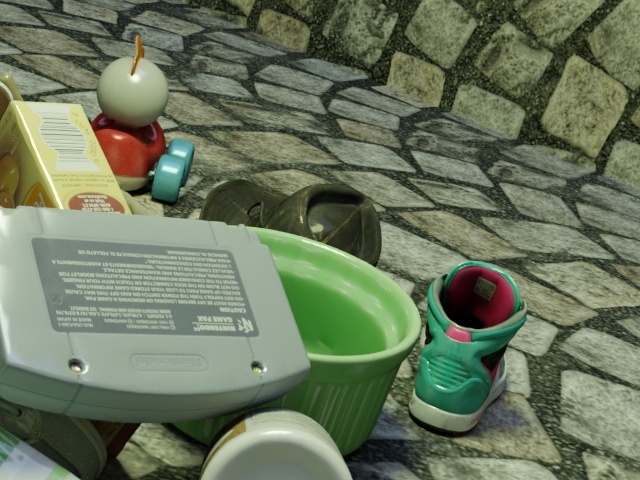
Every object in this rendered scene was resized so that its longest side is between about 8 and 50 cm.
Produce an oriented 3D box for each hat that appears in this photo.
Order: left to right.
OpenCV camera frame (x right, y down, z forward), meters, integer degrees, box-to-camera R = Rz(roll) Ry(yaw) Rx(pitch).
[{"bbox_3d":[0.000,0.000,1.722,0.331,0.134,0.331,32,29,-20],"label":"hat"}]

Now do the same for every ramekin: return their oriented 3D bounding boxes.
[{"bbox_3d":[-0.054,0.115,1.455,0.303,0.148,0.303,14,22,-6],"label":"ramekin"}]

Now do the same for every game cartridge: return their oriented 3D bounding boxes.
[{"bbox_3d":[-0.157,0.065,1.152,0.294,0.060,0.196,5,46,-35],"label":"game cartridge"}]

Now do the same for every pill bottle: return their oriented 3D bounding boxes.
[{"bbox_3d":[-0.042,0.215,1.159,0.131,0.131,0.229,14,-1,-3],"label":"pill bottle"}]

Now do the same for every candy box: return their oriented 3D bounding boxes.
[{"bbox_3d":[-0.252,0.038,1.297,0.087,0.183,0.316,-1,52,-40],"label":"candy box"}]

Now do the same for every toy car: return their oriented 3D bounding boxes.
[{"bbox_3d":[-0.300,-0.211,2.096,0.219,0.238,0.210,15,18,-2],"label":"toy car"}]

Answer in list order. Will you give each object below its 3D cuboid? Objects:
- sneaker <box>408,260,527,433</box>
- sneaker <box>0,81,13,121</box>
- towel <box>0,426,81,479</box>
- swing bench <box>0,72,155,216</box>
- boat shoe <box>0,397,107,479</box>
[{"bbox_3d":[0.191,0.107,1.655,0.124,0.178,0.295,19,18,10],"label":"sneaker"},{"bbox_3d":[-0.466,-0.082,1.517,0.106,0.290,0.123,38,5,-29],"label":"sneaker"},{"bbox_3d":[-0.320,0.193,0.965,0.325,0.038,0.248,34,37,3],"label":"towel"},{"bbox_3d":[-0.324,-0.038,1.645,0.253,0.165,0.254,36,-9,49],"label":"swing bench"},{"bbox_3d":[-0.331,0.147,1.143,0.320,0.118,0.103,38,40,-26],"label":"boat shoe"}]
